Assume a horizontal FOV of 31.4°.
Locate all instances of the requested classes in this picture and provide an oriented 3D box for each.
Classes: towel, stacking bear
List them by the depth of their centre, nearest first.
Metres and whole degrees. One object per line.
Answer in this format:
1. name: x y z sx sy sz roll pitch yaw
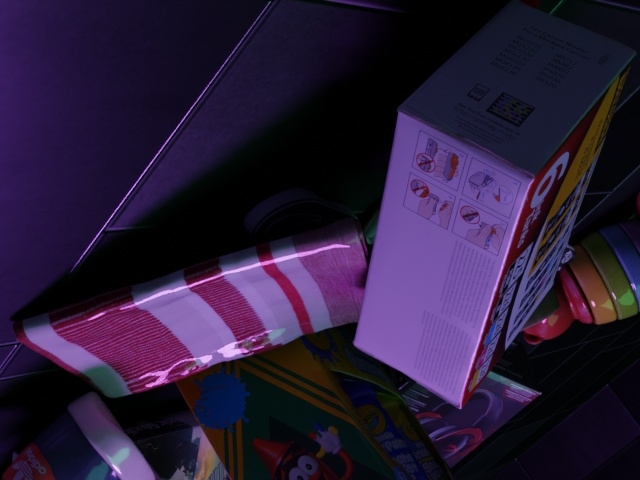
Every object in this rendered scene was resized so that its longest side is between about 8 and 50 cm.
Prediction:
1. towel: -0.101 0.076 1.116 0.328 0.037 0.237 -17 157 4
2. stacking bear: 0.448 0.067 1.870 0.289 0.175 0.164 -26 152 4

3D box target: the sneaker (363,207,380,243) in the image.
1. sneaker: 0.166 0.004 1.357 0.262 0.121 0.099 -13 150 -44

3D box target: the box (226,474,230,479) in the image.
1. box: -0.203 0.502 1.749 0.117 0.214 0.243 -4 143 -51

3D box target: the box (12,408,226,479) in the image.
1. box: -0.246 0.342 1.409 0.322 0.058 0.232 -6 110 -52

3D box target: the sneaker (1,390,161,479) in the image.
1. sneaker: -0.240 0.309 1.273 0.148 0.131 0.350 -37 137 -13

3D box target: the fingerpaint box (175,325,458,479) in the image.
1. fingerpaint box: 0.039 0.276 1.410 0.163 0.371 0.445 -36 158 6

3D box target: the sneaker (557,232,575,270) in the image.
1. sneaker: 0.327 0.056 1.756 0.132 0.086 0.229 -24 156 -30

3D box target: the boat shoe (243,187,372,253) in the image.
1. boat shoe: 0.000 0.000 1.163 0.065 0.083 0.183 -44 157 22

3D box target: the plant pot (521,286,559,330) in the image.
1. plant pot: 0.178 0.068 1.470 0.237 0.110 0.237 -19 -177 1

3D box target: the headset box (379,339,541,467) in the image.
1. headset box: 0.173 0.229 1.744 0.218 0.110 0.293 26 122 -32

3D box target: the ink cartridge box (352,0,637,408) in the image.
1. ink cartridge box: 0.170 -0.049 1.061 0.272 0.130 0.310 -46 156 -37
